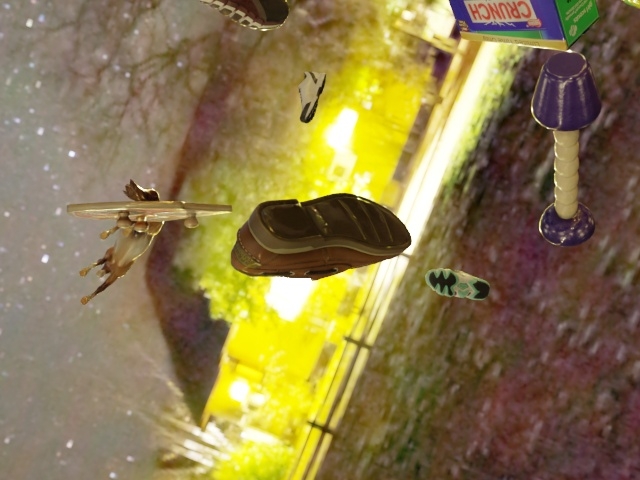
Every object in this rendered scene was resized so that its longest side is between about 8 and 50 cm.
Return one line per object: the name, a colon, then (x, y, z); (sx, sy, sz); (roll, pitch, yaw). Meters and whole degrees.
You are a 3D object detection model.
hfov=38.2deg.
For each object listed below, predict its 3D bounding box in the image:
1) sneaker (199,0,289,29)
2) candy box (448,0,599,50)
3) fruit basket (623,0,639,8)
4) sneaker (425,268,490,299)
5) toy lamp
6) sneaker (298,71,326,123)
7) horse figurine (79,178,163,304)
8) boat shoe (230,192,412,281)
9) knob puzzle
sneaker: (-0.135, -0.488, 1.679); (0.162, 0.281, 0.106); (-40, 56, 36)
candy box: (0.333, -0.514, 1.670); (0.122, 0.317, 0.268); (-43, 35, -20)
fruit basket: (0.547, -0.460, 1.440); (0.283, 0.392, 0.392); (-31, -22, -31)
sneaker: (0.185, 0.059, 1.318); (0.069, 0.098, 0.038); (-151, 78, -73)
toy lamp: (0.292, -0.103, 1.095); (0.275, 0.080, 0.080); (70, -147, -47)
sneaker: (-0.023, -0.261, 1.682); (0.040, 0.043, 0.109); (97, -171, -65)
horse figurine: (-0.336, 0.000, 1.597); (0.263, 0.066, 0.174); (-55, -4, 29)
boat shoe: (0.000, 0.000, 1.372); (0.104, 0.307, 0.111); (-51, 51, 35)
knob puzzle: (-0.241, -0.029, 1.209); (0.213, 0.213, 0.030); (111, 158, -87)
